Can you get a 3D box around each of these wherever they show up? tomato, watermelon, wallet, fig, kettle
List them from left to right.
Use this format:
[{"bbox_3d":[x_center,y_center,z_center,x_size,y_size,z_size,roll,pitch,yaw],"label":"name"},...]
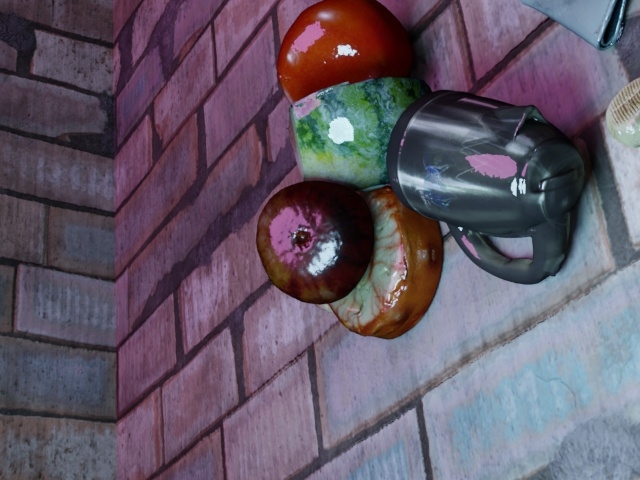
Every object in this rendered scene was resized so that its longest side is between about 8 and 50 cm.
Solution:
[{"bbox_3d":[-0.003,0.001,2.050,0.235,0.214,0.234,-16,58,26],"label":"fig"},{"bbox_3d":[0.063,-0.366,2.231,0.226,0.299,0.298,36,114,24],"label":"tomato"},{"bbox_3d":[0.096,-0.223,2.094,0.180,0.305,0.223,-121,20,-54],"label":"watermelon"},{"bbox_3d":[0.295,-0.080,1.802,0.324,0.228,0.320,23,125,56],"label":"kettle"},{"bbox_3d":[0.448,-0.486,1.788,0.251,0.054,0.290,56,135,52],"label":"wallet"}]

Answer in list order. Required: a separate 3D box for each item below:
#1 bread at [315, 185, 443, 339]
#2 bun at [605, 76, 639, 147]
[{"bbox_3d":[0.109,0.038,2.145,0.328,0.114,0.295,32,105,60],"label":"bread"},{"bbox_3d":[0.484,-0.190,1.629,0.115,0.069,0.115,-42,27,27],"label":"bun"}]
